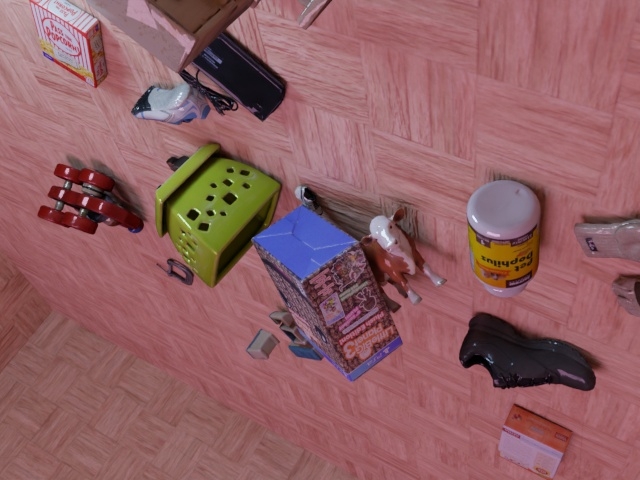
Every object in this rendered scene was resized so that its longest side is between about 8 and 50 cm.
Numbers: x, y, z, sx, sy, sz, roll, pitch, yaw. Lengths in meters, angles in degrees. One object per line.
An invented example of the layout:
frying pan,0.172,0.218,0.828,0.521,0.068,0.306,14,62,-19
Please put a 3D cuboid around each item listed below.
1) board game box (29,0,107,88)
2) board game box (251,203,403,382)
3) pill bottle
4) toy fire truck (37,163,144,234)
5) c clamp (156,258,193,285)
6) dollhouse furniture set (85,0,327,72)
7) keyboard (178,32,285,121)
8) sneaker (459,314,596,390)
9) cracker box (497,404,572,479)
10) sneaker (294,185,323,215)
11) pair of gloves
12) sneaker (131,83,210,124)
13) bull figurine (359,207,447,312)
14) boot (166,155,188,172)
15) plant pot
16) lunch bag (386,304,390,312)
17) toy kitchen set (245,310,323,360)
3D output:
board game box,-0.533,-0.429,1.690,0.146,0.045,0.193,32,155,6
board game box,0.014,0.107,1.658,0.232,0.141,0.291,35,156,53
pill bottle,0.311,0.005,1.344,0.117,0.117,0.215,21,152,27
toy fire truck,-0.650,-0.096,2.322,0.302,0.169,0.254,13,172,39
c clamp,-0.472,0.100,2.570,0.137,0.022,0.161,36,155,-2
dollhouse furniture set,-0.108,-0.447,1.028,0.362,0.256,0.394,38,134,-8
keyboard,-0.213,-0.338,1.482,0.317,0.033,0.201,40,148,-9
sneaker,0.422,0.262,1.648,0.286,0.130,0.109,18,148,29
cracker box,0.541,0.519,2.024,0.155,0.067,0.232,23,154,21
sneaker,-0.020,-0.082,1.693,0.083,0.032,0.037,47,153,-25
pair of gloves,0.532,0.050,1.246,0.240,0.042,0.204,50,154,-25
sneaker,-0.319,-0.276,1.660,0.237,0.085,0.086,8,152,49
bull figurine,0.142,0.044,1.611,0.188,0.101,0.310,51,165,-1
boot,-0.313,-0.151,1.920,0.106,0.037,0.114,20,151,56
plant pot,-0.244,-0.065,1.781,0.207,0.227,0.228,39,156,6
lunch bag,0.127,0.169,1.931,0.083,0.053,0.071,53,148,-15
toy kitchen set,-0.114,0.322,2.356,0.122,0.166,0.207,0,138,50
